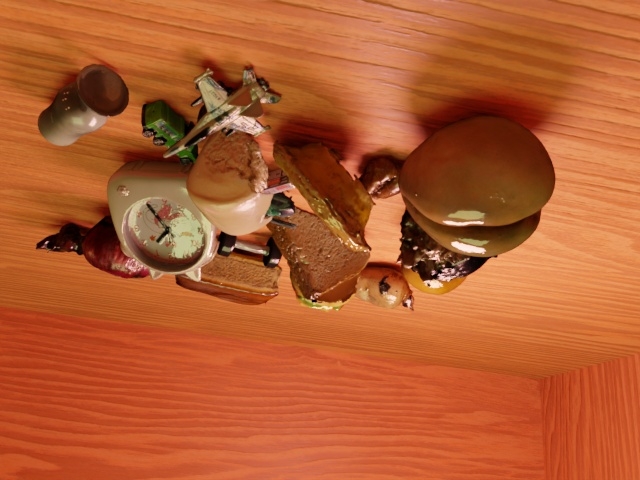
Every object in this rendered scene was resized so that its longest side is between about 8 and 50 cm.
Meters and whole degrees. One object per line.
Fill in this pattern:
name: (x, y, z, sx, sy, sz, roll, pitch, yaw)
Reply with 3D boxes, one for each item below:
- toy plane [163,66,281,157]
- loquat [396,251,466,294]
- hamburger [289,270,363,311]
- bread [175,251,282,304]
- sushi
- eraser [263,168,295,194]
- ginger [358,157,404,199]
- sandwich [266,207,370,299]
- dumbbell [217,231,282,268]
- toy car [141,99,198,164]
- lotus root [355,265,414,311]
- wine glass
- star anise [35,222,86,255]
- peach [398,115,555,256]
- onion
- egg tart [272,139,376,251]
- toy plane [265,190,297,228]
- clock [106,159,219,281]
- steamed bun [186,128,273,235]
toy plane: (-0.210, -0.242, 1.071, 0.262, 0.088, 0.192, -21, 145, 22)
loquat: (0.313, 0.047, 1.497, 0.208, 0.208, 0.208, 6, 157, 2)
hamburger: (0.009, 0.114, 1.723, 0.237, 0.237, 0.149, 10, 157, -9)
bread: (-0.316, 0.123, 1.864, 0.333, 0.143, 0.323, 13, 166, -10)
sushi: (0.293, -0.026, 1.292, 0.225, 0.238, 0.219, -19, 145, 13)
eraser: (-0.111, -0.144, 1.342, 0.122, 0.052, 0.029, -10, 151, 36)
ginger: (0.137, -0.134, 1.270, 0.103, 0.073, 0.162, 16, 156, -21)
sandwich: (-0.003, 0.001, 1.580, 0.254, 0.288, 0.099, -32, -174, -30)
dumbbell: (-0.218, 0.019, 1.698, 0.191, 0.100, 0.100, 16, 156, -20)
toy car: (-0.314, -0.230, 1.174, 0.062, 0.071, 0.165, -19, 149, 21)
lotus root: (0.206, 0.156, 1.867, 0.257, 0.140, 0.154, 14, 172, 8)
wine glass: (-0.484, -0.263, 1.097, 0.231, 0.103, 0.103, -11, 152, 45)
star anise: (-0.816, -0.008, 1.825, 0.272, 0.102, 0.272, 3, -175, 0)
peach: (0.301, -0.105, 1.074, 0.292, 0.247, 0.292, 25, 157, 11)
onion: (-0.596, 0.019, 1.674, 0.246, 0.190, 0.246, 25, -176, -2)
egg tart: (0.024, -0.111, 1.187, 0.120, 0.315, 0.315, -40, 145, 5)
toy plane: (-0.151, -0.096, 1.420, 0.235, 0.096, 0.060, 18, 159, 21)
clock: (-0.386, -0.039, 1.393, 0.265, 0.108, 0.324, 3, 120, 2)
steamed bun: (-0.177, -0.118, 1.234, 0.170, 0.200, 0.225, 19, 165, 15)
